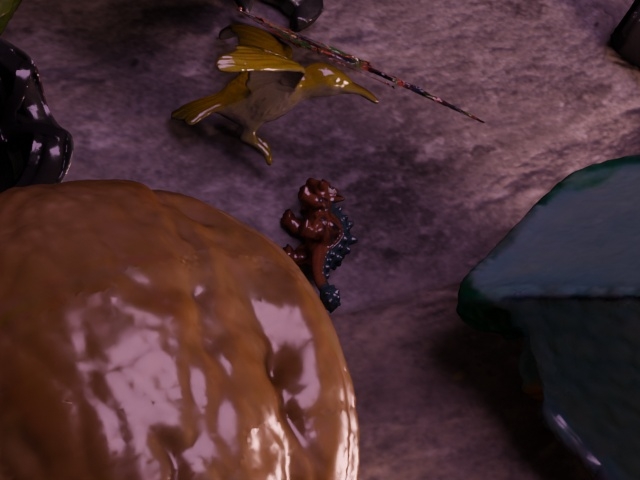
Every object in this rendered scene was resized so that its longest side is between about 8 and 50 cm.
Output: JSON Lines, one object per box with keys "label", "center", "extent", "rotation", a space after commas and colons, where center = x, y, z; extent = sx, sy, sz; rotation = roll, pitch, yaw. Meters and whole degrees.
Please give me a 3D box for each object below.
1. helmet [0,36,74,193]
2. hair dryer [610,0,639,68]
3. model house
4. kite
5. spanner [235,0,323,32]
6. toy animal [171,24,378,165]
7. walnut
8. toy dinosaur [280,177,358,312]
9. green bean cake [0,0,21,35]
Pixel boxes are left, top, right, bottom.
{"label": "helmet", "center": [-0.264, -0.064, 1.256], "extent": [0.153, 0.107, 0.177], "rotation": [-23, 70, -27]}
{"label": "hair dryer", "center": [0.385, -0.245, 1.935], "extent": [0.114, 0.070, 0.248], "rotation": [34, 36, -4]}
{"label": "model house", "center": [0.282, 0.094, 1.466], "extent": [0.280, 0.230, 0.248], "rotation": [-40, 121, -46]}
{"label": "kite", "center": [0.031, -0.153, 1.560], "extent": [0.244, 0.006, 0.198], "rotation": [26, 9, 13]}
{"label": "spanner", "center": [-0.076, -0.316, 1.702], "extent": [0.087, 0.024, 0.316], "rotation": [1, 52, -28]}
{"label": "toy animal", "center": [-0.037, -0.115, 1.488], "extent": [0.155, 0.095, 0.219], "rotation": [24, 11, -15]}
{"label": "walnut", "center": [-0.117, 0.126, 1.057], "extent": [0.333, 0.333, 0.333], "rotation": [20, 43, -20]}
{"label": "toy dinosaur", "center": [0.000, 0.000, 1.436], "extent": [0.055, 0.049, 0.154], "rotation": [21, 38, -23]}
{"label": "green bean cake", "center": [-0.328, -0.256, 1.362], "extent": [0.250, 0.156, 0.247], "rotation": [28, 42, -10]}
